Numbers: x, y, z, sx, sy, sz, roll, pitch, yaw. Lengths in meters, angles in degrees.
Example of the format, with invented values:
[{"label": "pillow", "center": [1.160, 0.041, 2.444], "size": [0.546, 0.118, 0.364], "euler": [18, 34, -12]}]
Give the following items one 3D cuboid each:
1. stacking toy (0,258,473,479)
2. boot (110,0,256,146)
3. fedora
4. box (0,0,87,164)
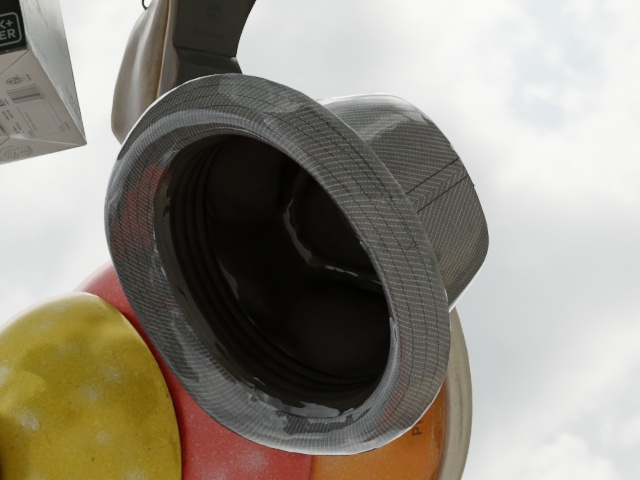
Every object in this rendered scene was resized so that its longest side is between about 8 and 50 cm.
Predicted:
[{"label": "stacking toy", "center": [-0.153, 0.130, 1.176], "size": [0.480, 0.350, 0.351], "euler": [-8, -62, -41]}, {"label": "boot", "center": [-0.120, -0.217, 1.371], "size": [0.112, 0.115, 0.305], "euler": [15, -95, -46]}, {"label": "fedora", "center": [0.000, 0.000, 0.946], "size": [0.124, 0.275, 0.244], "euler": [-33, -92, -36]}, {"label": "box", "center": [-0.230, -0.209, 0.993], "size": [0.087, 0.290, 0.169], "euler": [-13, -16, 0]}]
